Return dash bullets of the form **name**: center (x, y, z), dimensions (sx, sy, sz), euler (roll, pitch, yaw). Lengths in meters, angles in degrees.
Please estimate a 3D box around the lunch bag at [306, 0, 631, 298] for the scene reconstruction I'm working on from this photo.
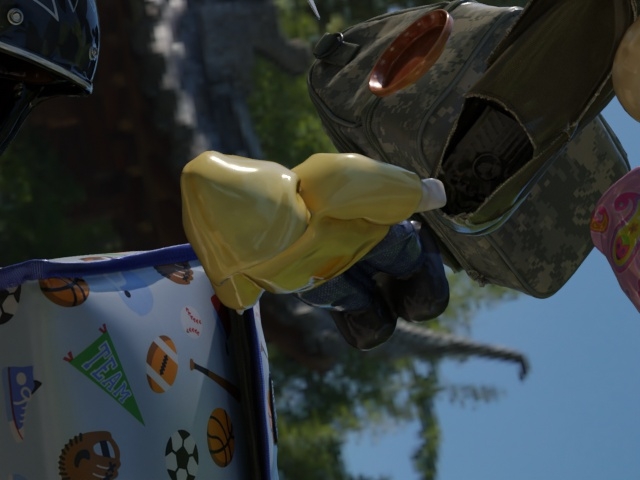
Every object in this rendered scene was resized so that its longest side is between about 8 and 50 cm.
- **lunch bag**: center (0.148, -0.101, 1.677), dimensions (0.305, 0.212, 0.256), euler (46, -15, -34)

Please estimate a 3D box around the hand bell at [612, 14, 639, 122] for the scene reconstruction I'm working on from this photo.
- **hand bell**: center (0.257, -0.030, 0.895), dimensions (0.126, 0.126, 0.242), euler (98, -12, -44)

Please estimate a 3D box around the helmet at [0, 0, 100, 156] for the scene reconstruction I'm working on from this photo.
- **helmet**: center (-0.210, -0.121, 0.873), dimensions (0.169, 0.161, 0.169), euler (47, 2, -3)

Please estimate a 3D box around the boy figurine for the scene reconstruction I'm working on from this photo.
- **boy figurine**: center (0.000, 0.000, 1.067), dimensions (0.285, 0.177, 0.092), euler (28, 38, -65)

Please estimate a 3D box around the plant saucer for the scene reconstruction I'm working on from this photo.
- **plant saucer**: center (0.070, -0.141, 1.196), dimensions (0.013, 0.083, 0.083), euler (41, -9, -20)

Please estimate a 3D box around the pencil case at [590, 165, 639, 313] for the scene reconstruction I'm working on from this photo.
- **pencil case**: center (0.330, 0.062, 1.293), dimensions (0.124, 0.124, 0.284), euler (99, -26, -45)

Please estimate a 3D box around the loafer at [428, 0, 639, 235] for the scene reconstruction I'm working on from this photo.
- **loafer**: center (0.160, -0.104, 1.163), dimensions (0.094, 0.087, 0.251), euler (33, -73, 10)

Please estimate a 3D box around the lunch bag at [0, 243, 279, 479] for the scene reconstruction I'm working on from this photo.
- **lunch bag**: center (-0.162, 0.168, 1.386), dimensions (0.239, 0.385, 0.328), euler (-9, -93, 30)

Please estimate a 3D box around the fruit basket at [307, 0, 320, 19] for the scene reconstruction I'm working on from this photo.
- **fruit basket**: center (-0.127, -0.328, 0.941), dimensions (0.353, 0.165, 0.327), euler (58, 8, -40)
